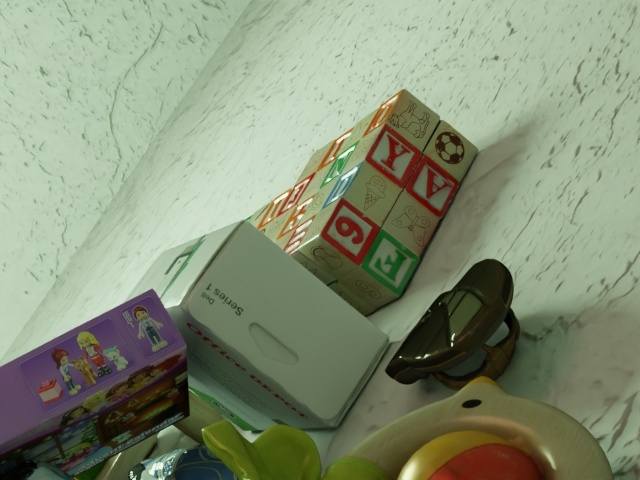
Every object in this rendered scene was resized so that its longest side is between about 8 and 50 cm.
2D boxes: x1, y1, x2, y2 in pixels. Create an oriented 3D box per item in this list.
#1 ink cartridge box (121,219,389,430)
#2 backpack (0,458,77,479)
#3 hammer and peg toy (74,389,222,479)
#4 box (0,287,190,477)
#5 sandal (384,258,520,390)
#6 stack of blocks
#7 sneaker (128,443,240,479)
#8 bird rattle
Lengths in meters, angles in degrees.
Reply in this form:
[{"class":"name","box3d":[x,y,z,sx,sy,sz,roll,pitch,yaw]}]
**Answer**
[{"class":"ink cartridge box","box3d":[-0.063,0.076,1.305,0.092,0.160,0.219,-55,14,-19]},{"class":"backpack","box3d":[-0.236,0.330,1.108,0.290,0.273,0.355,126,161,-57]},{"class":"hammer and peg toy","box3d":[-0.261,0.276,1.521,0.361,0.127,0.266,-59,15,-24]},{"class":"box","box3d":[-0.240,0.156,1.214,0.293,0.057,0.201,-28,-17,-13]},{"class":"sandal","box3d":[0.092,0.070,1.040,0.090,0.060,0.219,-50,-2,-16]},{"class":"stack of blocks","box3d":[0.000,0.000,1.443,0.297,0.087,0.171,-32,24,56]},{"class":"sneaker","box3d":[-0.104,0.210,1.319,0.081,0.080,0.211,-34,9,-15]},{"class":"bird rattle","box3d":[0.051,0.149,0.793,0.207,0.143,0.253,-34,23,-13]}]
